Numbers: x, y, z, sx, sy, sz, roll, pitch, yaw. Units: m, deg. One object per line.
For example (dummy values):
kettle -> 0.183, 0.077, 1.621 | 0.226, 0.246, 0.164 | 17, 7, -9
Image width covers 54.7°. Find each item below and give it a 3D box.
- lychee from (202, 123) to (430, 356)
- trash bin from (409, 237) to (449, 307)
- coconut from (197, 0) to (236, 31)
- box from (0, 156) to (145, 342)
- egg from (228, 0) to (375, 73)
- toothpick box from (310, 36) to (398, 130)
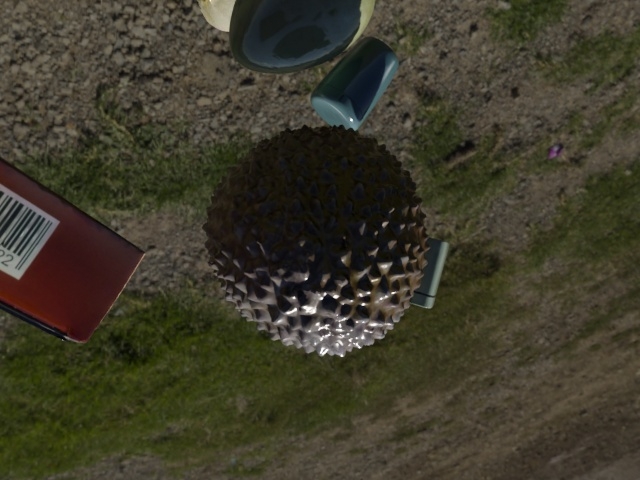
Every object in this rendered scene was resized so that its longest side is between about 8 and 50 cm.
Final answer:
lychee -> 0.000, 0.000, 1.017 | 0.381, 0.432, 0.380 | 0, 104, 2
trash bin -> 0.206, 0.060, 1.200 | 0.059, 0.129, 0.116 | 16, -178, 12
coconut -> -0.202, -0.624, 1.500 | 0.227, 0.227, 0.230 | -50, 172, 36
box -> -0.431, -0.049, 0.700 | 0.344, 0.385, 0.122 | 40, 73, -32
egg -> -0.038, -0.419, 1.117 | 0.295, 0.218, 0.218 | -38, 140, 6
toothpick box -> 0.076, -0.325, 1.277 | 0.184, 0.120, 0.120 | -52, 142, -11
